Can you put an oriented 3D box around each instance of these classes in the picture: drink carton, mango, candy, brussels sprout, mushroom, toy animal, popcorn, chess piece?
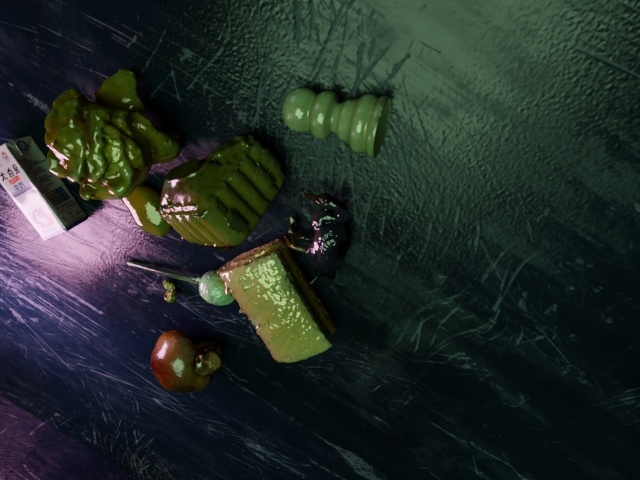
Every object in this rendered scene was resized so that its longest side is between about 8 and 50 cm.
[{"bbox_3d":[-0.920,-0.167,1.366,0.131,0.106,0.314,-18,111,22],"label":"drink carton"},{"bbox_3d":[-0.535,-0.099,1.302,0.122,0.085,0.191,-24,111,29],"label":"mango"},{"bbox_3d":[-0.474,0.119,1.413,0.440,0.119,0.119,13,122,18],"label":"candy"},{"bbox_3d":[-0.527,0.175,1.478,0.046,0.051,0.083,-5,93,-13],"label":"brussels sprout"},{"bbox_3d":[-0.492,0.442,1.531,0.283,0.195,0.263,-22,105,25],"label":"mushroom"},{"bbox_3d":[0.000,0.000,1.182,0.186,0.122,0.298,0,120,16],"label":"toy animal"},{"bbox_3d":[-0.533,-0.258,1.106,0.326,0.290,0.321,12,121,-24],"label":"popcorn"},{"bbox_3d":[0.030,-0.299,1.009,0.252,0.144,0.144,17,122,14],"label":"chess piece"}]

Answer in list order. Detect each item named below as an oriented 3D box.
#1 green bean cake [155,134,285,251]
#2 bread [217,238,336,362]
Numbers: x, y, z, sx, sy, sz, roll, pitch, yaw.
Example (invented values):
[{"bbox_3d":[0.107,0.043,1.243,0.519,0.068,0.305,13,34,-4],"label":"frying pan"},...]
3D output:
[{"bbox_3d":[-0.285,-0.146,1.127,0.310,0.285,0.202,3,147,40],"label":"green bean cake"},{"bbox_3d":[-0.136,0.196,1.307,0.237,0.165,0.375,-21,110,21],"label":"bread"}]
